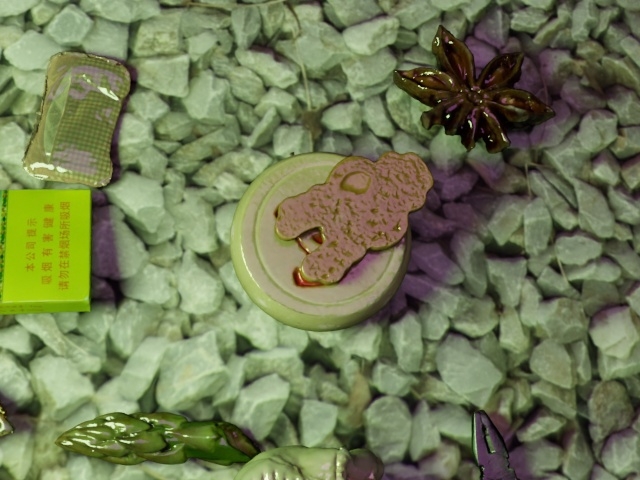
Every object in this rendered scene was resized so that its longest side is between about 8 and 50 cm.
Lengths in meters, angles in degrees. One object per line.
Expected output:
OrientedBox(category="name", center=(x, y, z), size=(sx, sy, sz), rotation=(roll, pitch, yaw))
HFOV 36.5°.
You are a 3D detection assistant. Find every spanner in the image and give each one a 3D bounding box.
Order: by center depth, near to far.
OrientedBox(category="spanner", center=(0.275, 0.403, 1.392), size=(0.096, 0.040, 0.324), rotation=(-15, 80, -8))

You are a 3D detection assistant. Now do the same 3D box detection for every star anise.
OrientedBox(category="star anise", center=(0.232, -0.230, 1.508), size=(0.214, 0.099, 0.220), rotation=(-32, 77, -25))

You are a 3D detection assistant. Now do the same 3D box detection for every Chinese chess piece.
OrientedBox(category="Chinese chess piece", center=(0.000, 0.000, 1.427), size=(0.273, 0.102, 0.273), rotation=(1, 77, -5))

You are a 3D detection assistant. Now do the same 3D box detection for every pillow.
OrientedBox(category="pillow", center=(-0.368, -0.186, 1.471), size=(0.135, 0.034, 0.211), rotation=(8, 75, -2))

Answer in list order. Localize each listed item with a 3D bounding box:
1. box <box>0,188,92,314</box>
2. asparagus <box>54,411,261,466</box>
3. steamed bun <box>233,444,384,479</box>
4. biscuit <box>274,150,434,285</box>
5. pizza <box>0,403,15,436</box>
OrientedBox(category="box", center=(-0.495, 0.017, 1.373), size=(0.335, 0.047, 0.187), rotation=(-2, 63, -9))
OrientedBox(category="asparagus", center=(-0.226, 0.277, 1.358), size=(0.287, 0.080, 0.080), rotation=(0, 77, -5))
OrientedBox(category="steamed bun", center=(0.004, 0.419, 1.283), size=(0.275, 0.206, 0.320), rotation=(-37, 82, -27))
OrientedBox(category="biscuit", center=(0.052, -0.044, 1.371), size=(0.236, 0.040, 0.144), rotation=(-33, 90, -13))
OrientedBox(category="pizza", center=(-0.581, 0.201, 1.343), size=(0.288, 0.074, 0.251), rotation=(-12, 78, -10))
